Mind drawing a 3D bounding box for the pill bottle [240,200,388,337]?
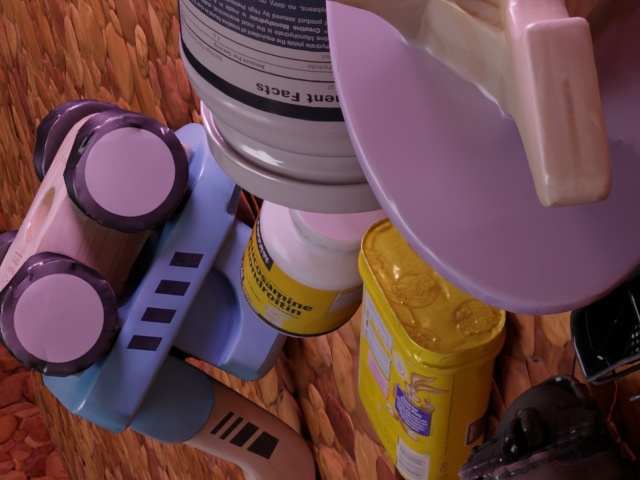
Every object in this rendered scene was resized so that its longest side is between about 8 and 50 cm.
[{"bbox_3d":[0.000,0.000,1.435,0.184,0.103,0.103,115,136,-66],"label":"pill bottle"}]

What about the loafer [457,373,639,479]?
[{"bbox_3d":[0.119,0.116,1.040,0.267,0.096,0.084,21,-129,-76],"label":"loafer"}]

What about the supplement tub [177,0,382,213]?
[{"bbox_3d":[0.010,-0.171,1.082,0.191,0.191,0.272,-123,23,-43],"label":"supplement tub"}]

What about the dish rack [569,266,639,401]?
[{"bbox_3d":[0.224,0.128,0.885,0.208,0.074,0.271,133,119,-72],"label":"dish rack"}]

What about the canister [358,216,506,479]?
[{"bbox_3d":[0.073,0.080,1.330,0.170,0.073,0.126,92,156,-50],"label":"canister"}]

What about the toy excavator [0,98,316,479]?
[{"bbox_3d":[-0.119,0.131,1.796,0.433,0.445,0.222,-64,19,-2],"label":"toy excavator"}]

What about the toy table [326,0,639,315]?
[{"bbox_3d":[0.091,-0.118,0.831,0.161,0.252,0.274,82,170,-76],"label":"toy table"}]
